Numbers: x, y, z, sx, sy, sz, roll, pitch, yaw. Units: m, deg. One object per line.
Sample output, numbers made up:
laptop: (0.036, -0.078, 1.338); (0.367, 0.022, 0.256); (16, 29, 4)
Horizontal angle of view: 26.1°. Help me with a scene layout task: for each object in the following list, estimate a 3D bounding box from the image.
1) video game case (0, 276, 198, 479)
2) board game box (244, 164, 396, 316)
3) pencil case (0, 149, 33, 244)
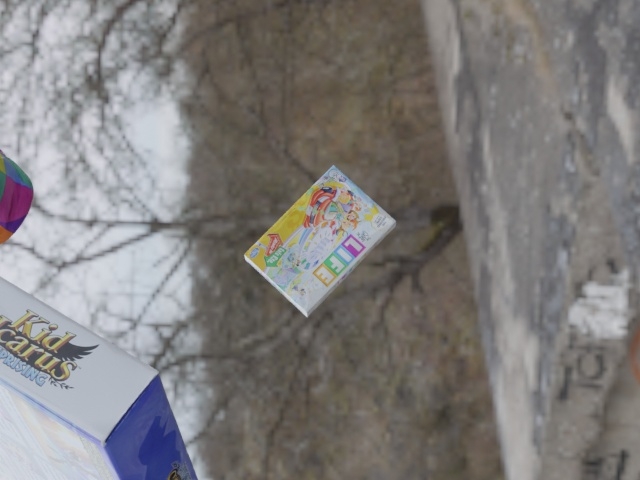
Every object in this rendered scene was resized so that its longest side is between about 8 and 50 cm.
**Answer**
video game case: (-0.200, 0.113, 0.952); (0.061, 0.244, 0.269); (-52, -22, -24)
board game box: (0.000, 0.000, 1.633); (0.154, 0.103, 0.026); (-46, -11, -11)
pencil case: (-0.334, -0.077, 1.140); (0.236, 0.104, 0.104); (52, -145, -58)
